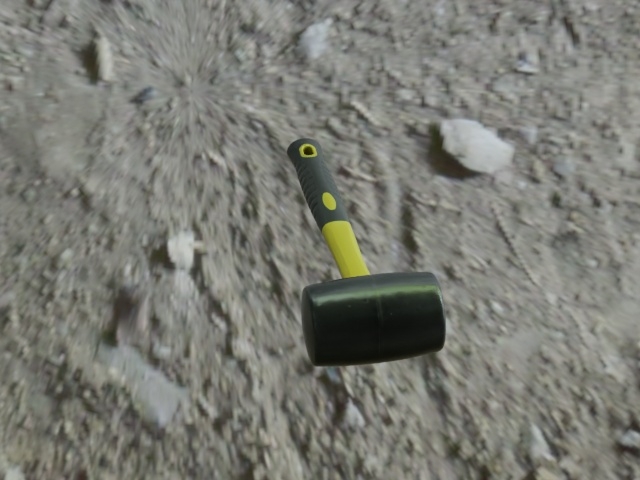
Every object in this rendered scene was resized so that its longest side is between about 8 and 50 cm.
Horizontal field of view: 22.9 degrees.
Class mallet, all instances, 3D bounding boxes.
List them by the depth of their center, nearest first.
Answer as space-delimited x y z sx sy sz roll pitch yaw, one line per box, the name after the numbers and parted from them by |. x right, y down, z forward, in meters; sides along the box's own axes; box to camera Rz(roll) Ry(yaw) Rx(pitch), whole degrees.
0.000 0.000 0.748 0.062 0.189 0.039 -10 121 -15 | mallet
